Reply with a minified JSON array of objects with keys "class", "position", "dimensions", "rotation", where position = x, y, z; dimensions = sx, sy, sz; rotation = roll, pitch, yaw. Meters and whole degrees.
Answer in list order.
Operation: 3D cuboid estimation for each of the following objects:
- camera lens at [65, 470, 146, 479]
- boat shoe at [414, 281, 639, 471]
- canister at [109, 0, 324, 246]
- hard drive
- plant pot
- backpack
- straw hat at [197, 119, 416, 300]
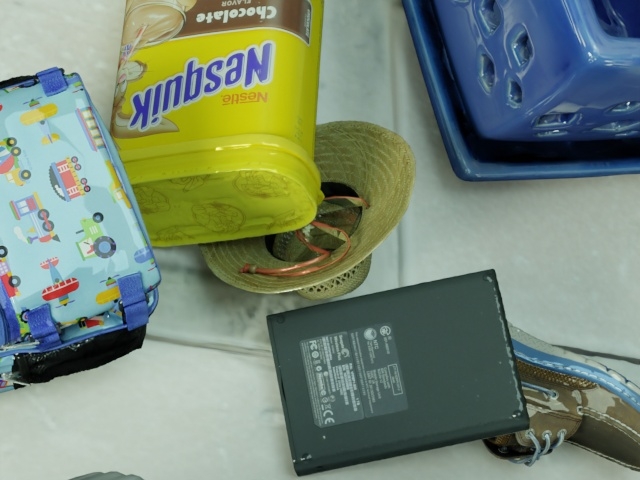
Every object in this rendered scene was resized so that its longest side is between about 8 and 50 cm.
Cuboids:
[{"class":"camera lens","position":[-0.165,0.238,0.852],"dimensions":[0.274,0.219,0.219],"rotation":[-23,77,-44]},{"class":"boat shoe","position":[0.120,0.097,1.176],"dimensions":[0.183,0.066,0.066],"rotation":[27,62,0]},{"class":"canister","position":[-0.060,-0.090,1.145],"dimensions":[0.126,0.073,0.170],"rotation":[-7,59,18]},{"class":"hard drive","position":[0.044,0.074,1.130],"dimensions":[0.135,0.022,0.094],"rotation":[-12,70,2]},{"class":"plant pot","position":[0.176,-0.164,1.234],"dimensions":[0.236,0.212,0.236],"rotation":[-5,69,-27]},{"class":"backpack","position":[-0.185,0.004,1.024],"dimensions":[0.173,0.117,0.158],"rotation":[-17,81,-14]},{"class":"straw hat","position":[0.000,0.000,1.157],"dimensions":[0.144,0.144,0.061],"rotation":[-57,137,-34]}]
